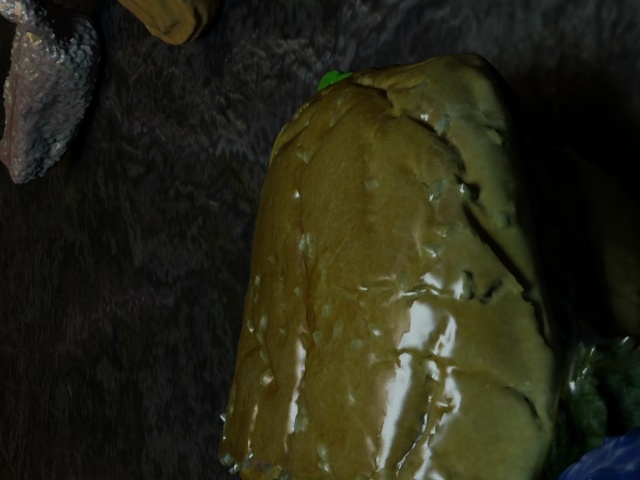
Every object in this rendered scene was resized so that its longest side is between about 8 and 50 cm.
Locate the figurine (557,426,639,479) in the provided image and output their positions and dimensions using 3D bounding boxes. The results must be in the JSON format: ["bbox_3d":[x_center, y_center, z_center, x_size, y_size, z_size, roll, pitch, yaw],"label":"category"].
[{"bbox_3d":[0.165,0.081,0.370,0.121,0.164,0.262,-59,-9,-46],"label":"figurine"}]

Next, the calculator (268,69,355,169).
[{"bbox_3d":[0.000,0.000,0.759,0.146,0.032,0.235,40,129,54],"label":"calculator"}]

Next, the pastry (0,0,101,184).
[{"bbox_3d":[-0.299,-0.175,1.235,0.265,0.112,0.103,105,150,-50],"label":"pastry"}]

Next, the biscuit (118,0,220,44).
[{"bbox_3d":[-0.175,-0.289,0.830,0.269,0.051,0.376,15,147,35],"label":"biscuit"}]

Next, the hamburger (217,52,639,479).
[{"bbox_3d":[0.042,0.018,0.546,0.309,0.132,0.211,175,102,-68],"label":"hamburger"}]
